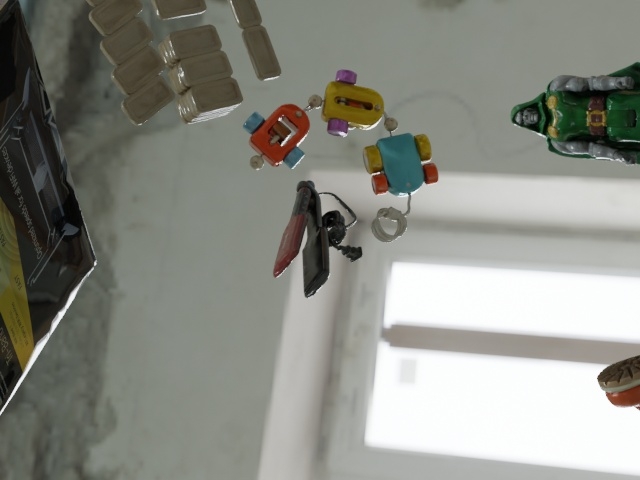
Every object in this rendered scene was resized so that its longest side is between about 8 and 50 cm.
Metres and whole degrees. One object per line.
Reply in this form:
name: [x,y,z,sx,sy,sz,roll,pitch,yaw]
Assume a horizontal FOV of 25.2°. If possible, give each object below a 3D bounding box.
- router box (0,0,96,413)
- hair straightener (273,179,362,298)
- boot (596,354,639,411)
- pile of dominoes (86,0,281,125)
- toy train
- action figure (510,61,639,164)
router box: [-0.290,-0.003,1.115,0.309,0.081,0.243,84,-154,-48]
hair straightener: [0.000,0.000,1.538,0.047,0.089,0.230,-51,13,19]
boot: [0.269,0.123,1.098,0.158,0.059,0.085,-3,-100,-49]
pile of dominoes: [-0.161,-0.243,1.465,0.196,0.040,0.251,-19,-94,-36]
toy train: [0.019,-0.074,1.251,0.125,0.166,0.046,-53,0,-14]
action figure: [0.289,-0.116,1.341,0.063,0.232,0.137,-23,-69,-60]
